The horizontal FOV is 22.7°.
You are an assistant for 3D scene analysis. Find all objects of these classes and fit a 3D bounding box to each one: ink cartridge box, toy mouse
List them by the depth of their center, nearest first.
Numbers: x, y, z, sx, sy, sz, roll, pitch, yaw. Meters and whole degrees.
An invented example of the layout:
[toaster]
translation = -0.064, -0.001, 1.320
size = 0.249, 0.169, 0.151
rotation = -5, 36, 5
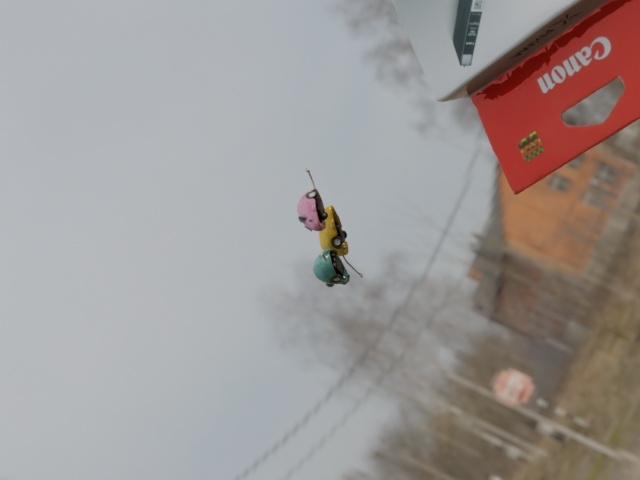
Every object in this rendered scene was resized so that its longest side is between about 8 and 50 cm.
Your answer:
[ink cartridge box]
translation = 0.216, -0.204, 1.548
size = 0.060, 0.239, 0.275
rotation = -9, -18, -45
[toy mouse]
translation = 0.000, 0.000, 1.850
size = 0.143, 0.031, 0.161
rotation = -66, -43, -69
